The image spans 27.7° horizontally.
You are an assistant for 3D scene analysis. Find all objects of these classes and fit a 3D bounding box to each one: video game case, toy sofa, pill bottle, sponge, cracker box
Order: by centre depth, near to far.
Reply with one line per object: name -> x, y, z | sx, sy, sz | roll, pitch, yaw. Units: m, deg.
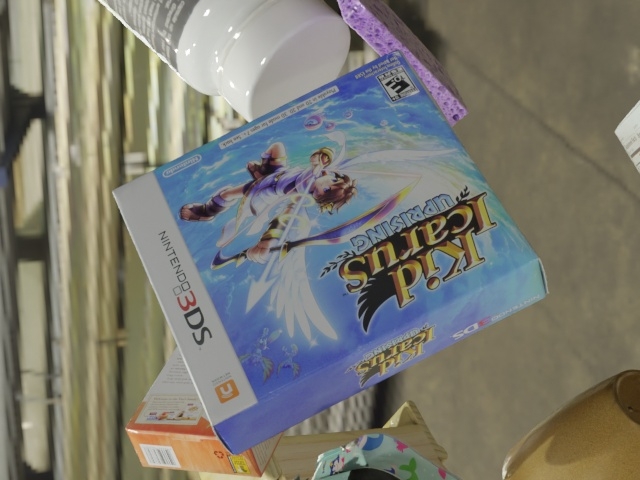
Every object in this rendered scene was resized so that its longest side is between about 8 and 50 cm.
video game case -> 0.000, 0.000, 1.017 | 0.244, 0.269, 0.061 | 61, 177, 34
sponge -> 0.089, -0.229, 1.508 | 0.031, 0.210, 0.117 | -38, 37, 17
cracker box -> -0.102, 0.166, 1.514 | 0.232, 0.156, 0.067 | -61, -37, -45
pill bottle -> -0.145, -0.314, 1.645 | 0.361, 0.204, 0.204 | 44, 142, 23
toy sofa -> 0.019, 0.358, 1.938 | 0.150, 0.362, 0.177 | -53, 52, 33

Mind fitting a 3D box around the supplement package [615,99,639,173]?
supplement package -> 0.433, -0.052, 1.201 | 0.263, 0.199, 0.198 | 61, -176, 6

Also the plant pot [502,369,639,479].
plant pot -> 0.435, 0.319, 1.957 | 0.254, 0.237, 0.237 | -64, 37, 42

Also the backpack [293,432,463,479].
backpack -> 0.049, 0.328, 1.357 | 0.253, 0.225, 0.191 | -37, 25, 45
